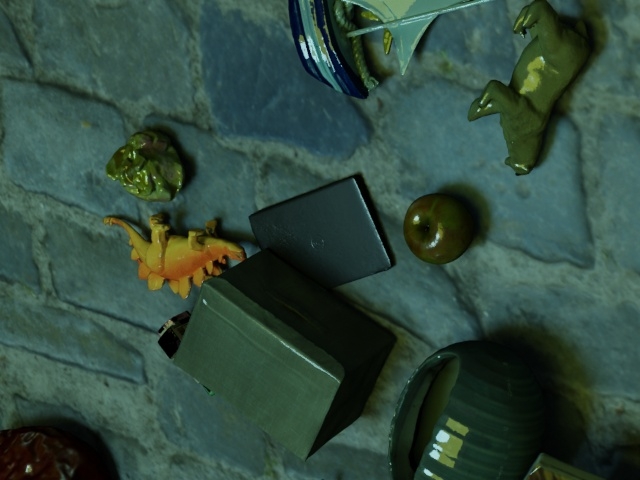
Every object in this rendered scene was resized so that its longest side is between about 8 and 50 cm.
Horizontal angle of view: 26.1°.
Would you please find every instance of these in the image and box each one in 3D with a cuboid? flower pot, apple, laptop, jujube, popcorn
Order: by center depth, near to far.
[{"bbox_3d":[0.180,0.239,1.692,0.157,0.189,0.243,12,112,-18],"label":"flower pot"},{"bbox_3d":[0.146,-0.016,1.705,0.089,0.074,0.089,10,108,33],"label":"apple"},{"bbox_3d":[0.000,0.000,1.846,0.197,0.016,0.135,-18,95,37],"label":"laptop"},{"bbox_3d":[-0.240,-0.097,1.934,0.109,0.089,0.097,38,133,14],"label":"popcorn"},{"bbox_3d":[-0.452,0.393,2.159,0.232,0.213,0.213,-8,100,33],"label":"jujube"}]

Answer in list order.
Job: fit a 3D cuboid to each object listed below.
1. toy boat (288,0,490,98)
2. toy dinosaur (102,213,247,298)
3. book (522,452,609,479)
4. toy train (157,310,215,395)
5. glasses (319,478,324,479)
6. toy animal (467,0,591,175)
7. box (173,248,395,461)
[{"bbox_3d":[0.093,-0.294,1.665,0.291,0.067,0.220,-11,98,33],"label":"toy boat"},{"bbox_3d":[-0.212,0.025,1.963,0.288,0.070,0.117,6,108,37],"label":"toy dinosaur"},{"bbox_3d":[0.305,0.472,1.697,0.300,0.039,0.428,22,119,-5],"label":"book"},{"bbox_3d":[-0.167,0.162,1.961,0.138,0.087,0.050,50,128,11],"label":"toy train"},{"bbox_3d":[0.008,0.389,1.925,0.062,0.140,0.103,19,82,-3],"label":"glasses"},{"bbox_3d":[0.242,-0.174,1.594,0.101,0.103,0.218,25,115,-2],"label":"toy animal"},{"bbox_3d":[-0.048,0.145,1.830,0.231,0.149,0.155,33,123,19],"label":"box"}]
